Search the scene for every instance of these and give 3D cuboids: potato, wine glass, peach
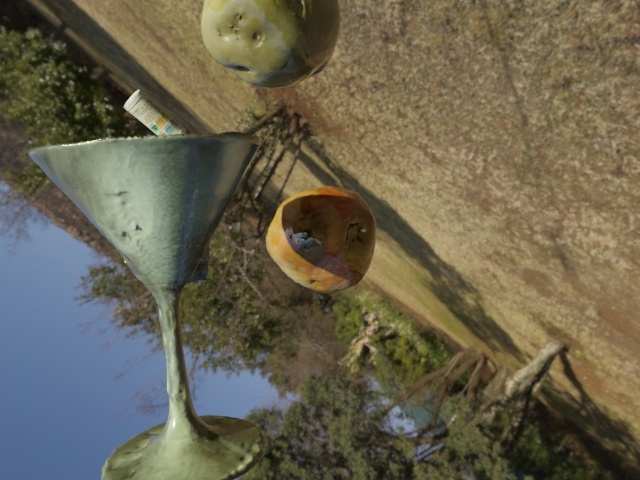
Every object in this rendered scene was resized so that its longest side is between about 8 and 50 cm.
[{"bbox_3d":[-0.085,-0.443,1.041,0.220,0.244,0.326,-14,-174,36],"label":"potato"},{"bbox_3d":[-0.188,0.080,0.633,0.266,0.407,0.267,-6,-176,0],"label":"wine glass"},{"bbox_3d":[0.000,0.000,0.985,0.214,0.214,0.235,35,-167,16],"label":"peach"}]

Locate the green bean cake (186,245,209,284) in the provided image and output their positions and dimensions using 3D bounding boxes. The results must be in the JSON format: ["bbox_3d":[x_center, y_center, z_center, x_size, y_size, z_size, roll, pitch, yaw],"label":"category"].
[{"bbox_3d":[-0.293,-0.018,0.979,0.094,0.182,0.173,-16,-145,-36],"label":"green bean cake"}]

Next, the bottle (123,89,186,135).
[{"bbox_3d":[-0.366,-0.266,1.224,0.217,0.060,0.060,41,177,-28],"label":"bottle"}]
